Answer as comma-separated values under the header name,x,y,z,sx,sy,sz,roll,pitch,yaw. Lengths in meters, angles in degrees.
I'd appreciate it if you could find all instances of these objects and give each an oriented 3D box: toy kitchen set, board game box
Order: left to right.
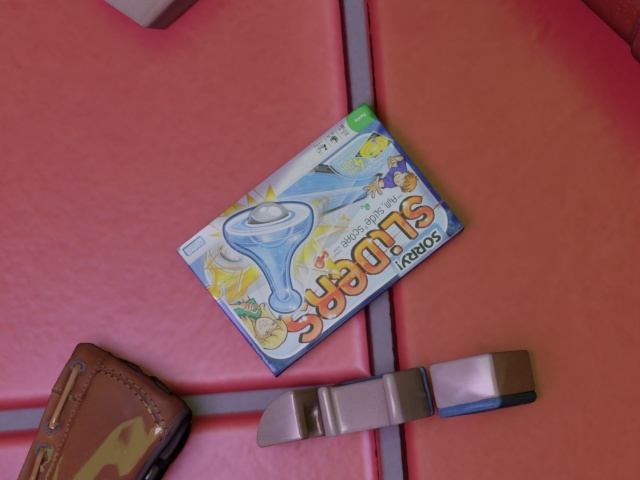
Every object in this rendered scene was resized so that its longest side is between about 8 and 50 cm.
name,x,y,z,sx,sy,sz,roll,pitch,yaw
board game box,0.000,0.000,1.586,0.201,0.035,0.136,-39,85,-2
toy kitchen set,0.072,0.189,1.545,0.207,0.122,0.166,-13,84,20

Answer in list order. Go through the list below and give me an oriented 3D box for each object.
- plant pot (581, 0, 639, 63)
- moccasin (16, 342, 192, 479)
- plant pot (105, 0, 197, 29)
name,x,y,z,sx,sy,sz,roll,pitch,yaw
plant pot,0.271,-0.283,1.510,0.265,0.272,0.272,40,86,13
moccasin,-0.253,0.258,1.515,0.147,0.139,0.380,30,85,5
plant pot,-0.142,-0.235,1.583,0.109,0.109,0.096,35,98,4
